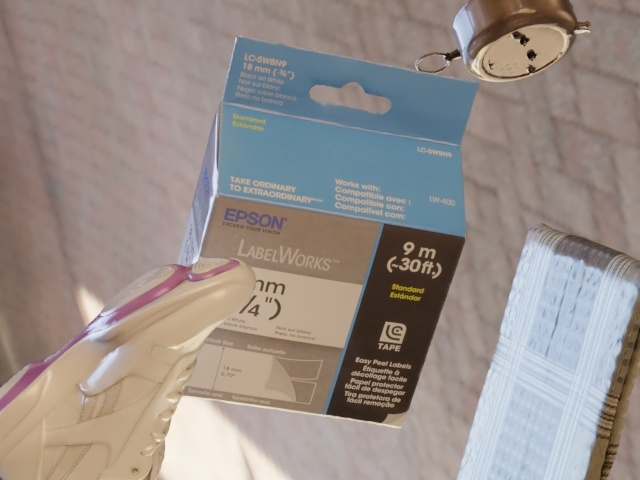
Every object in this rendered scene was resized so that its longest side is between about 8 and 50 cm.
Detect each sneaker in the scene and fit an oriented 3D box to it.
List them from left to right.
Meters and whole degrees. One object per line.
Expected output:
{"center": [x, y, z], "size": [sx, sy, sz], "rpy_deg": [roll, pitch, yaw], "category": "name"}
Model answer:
{"center": [-0.159, 0.129, 1.465], "size": [0.152, 0.305, 0.114], "rpy_deg": [50, -161, -8], "category": "sneaker"}

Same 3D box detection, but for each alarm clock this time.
{"center": [0.193, -0.215, 1.814], "size": [0.129, 0.192, 0.064], "rpy_deg": [47, -152, -61], "category": "alarm clock"}

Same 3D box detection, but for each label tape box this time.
{"center": [0.000, 0.000, 1.574], "size": [0.106, 0.241, 0.333], "rpy_deg": [-102, 25, -59], "category": "label tape box"}

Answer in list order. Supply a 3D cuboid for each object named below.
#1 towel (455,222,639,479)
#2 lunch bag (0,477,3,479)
{"center": [0.240, 0.159, 1.693], "size": [0.312, 0.056, 0.324], "rpy_deg": [-150, 76, -73], "category": "towel"}
{"center": [-0.382, 0.350, 1.600], "size": [0.235, 0.169, 0.287], "rpy_deg": [-43, 28, 35], "category": "lunch bag"}
